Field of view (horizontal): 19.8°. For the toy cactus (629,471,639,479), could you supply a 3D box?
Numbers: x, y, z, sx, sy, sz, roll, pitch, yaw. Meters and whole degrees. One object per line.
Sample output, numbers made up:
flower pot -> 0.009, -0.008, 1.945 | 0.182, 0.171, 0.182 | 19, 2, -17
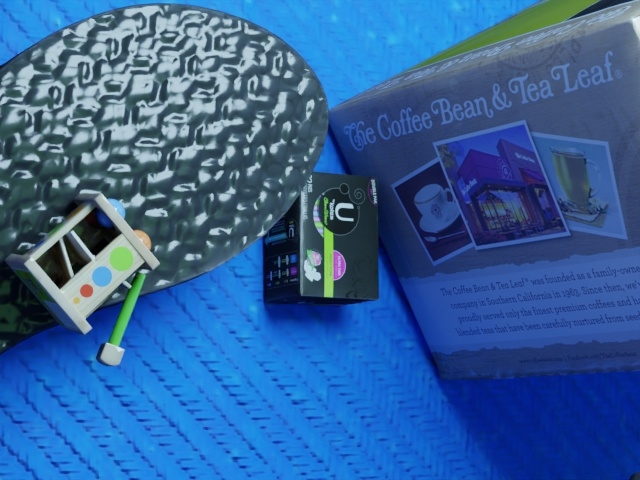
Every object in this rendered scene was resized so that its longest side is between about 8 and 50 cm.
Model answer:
toy cactus -> 0.229, 0.252, 1.307 | 0.219, 0.112, 0.180 | 21, 63, -19

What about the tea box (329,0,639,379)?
tea box -> 0.241, -0.075, 1.210 | 0.323, 0.329, 0.220 | -28, 99, -30

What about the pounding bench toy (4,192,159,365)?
pounding bench toy -> -0.121, 0.021, 1.023 | 0.065, 0.052, 0.083 | -43, 105, -15

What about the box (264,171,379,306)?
box -> 0.000, 0.000, 1.216 | 0.062, 0.052, 0.083 | 3, 81, -31

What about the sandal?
sandal -> -0.201, -0.004, 1.078 | 0.446, 0.107, 0.167 | -31, 102, -18
